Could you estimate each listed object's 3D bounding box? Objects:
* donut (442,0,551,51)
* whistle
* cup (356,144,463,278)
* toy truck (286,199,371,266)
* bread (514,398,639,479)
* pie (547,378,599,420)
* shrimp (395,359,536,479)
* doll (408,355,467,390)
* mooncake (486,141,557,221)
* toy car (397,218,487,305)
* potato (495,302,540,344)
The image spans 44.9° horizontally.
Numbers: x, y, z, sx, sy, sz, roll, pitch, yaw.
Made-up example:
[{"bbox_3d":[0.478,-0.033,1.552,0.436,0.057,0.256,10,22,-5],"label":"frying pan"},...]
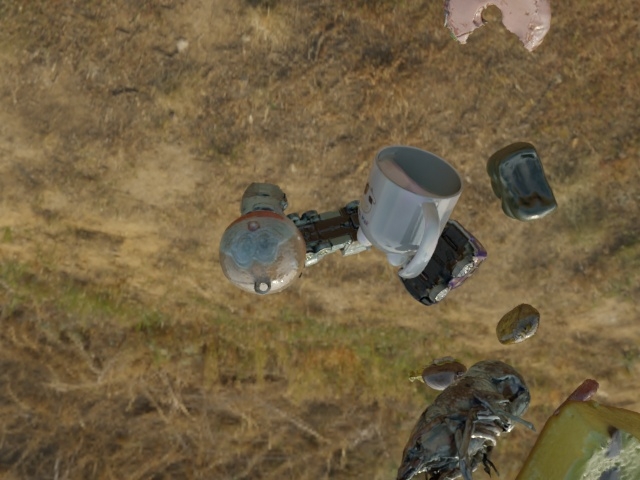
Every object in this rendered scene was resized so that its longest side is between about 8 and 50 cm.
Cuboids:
[{"bbox_3d":[0.379,-0.508,1.653,0.233,0.085,0.199,14,145,18],"label":"donut"},{"bbox_3d":[-0.124,-0.025,1.629,0.189,0.347,0.189,-2,134,-2],"label":"whistle"},{"bbox_3d":[0.135,-0.034,1.135,0.134,0.173,0.142,-14,137,-39],"label":"cup"},{"bbox_3d":[0.000,0.000,1.803,0.257,0.108,0.140,-14,156,-21],"label":"toy truck"},{"bbox_3d":[0.253,0.347,0.860,0.138,0.077,0.361,22,100,-24],"label":"bread"},{"bbox_3d":[0.692,0.450,2.113,0.182,0.049,0.182,-38,156,-21],"label":"pie"},{"bbox_3d":[0.220,0.288,1.157,0.137,0.372,0.172,41,134,6],"label":"shrimp"},{"bbox_3d":[0.326,0.376,2.188,0.188,0.096,0.145,-5,171,29],"label":"doll"},{"bbox_3d":[0.430,-0.122,1.650,0.104,0.175,0.168,-23,152,-7],"label":"mooncake"},{"bbox_3d":[0.333,0.061,2.090,0.158,0.172,0.235,11,123,-51],"label":"toy car"},{"bbox_3d":[0.275,0.118,1.078,0.040,0.051,0.083,29,148,-6],"label":"potato"}]
